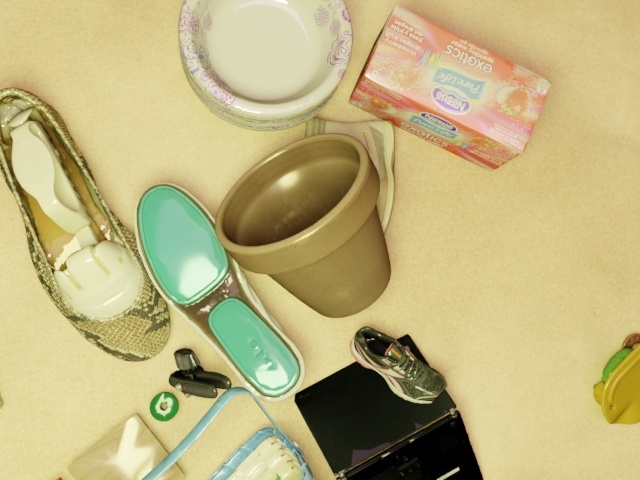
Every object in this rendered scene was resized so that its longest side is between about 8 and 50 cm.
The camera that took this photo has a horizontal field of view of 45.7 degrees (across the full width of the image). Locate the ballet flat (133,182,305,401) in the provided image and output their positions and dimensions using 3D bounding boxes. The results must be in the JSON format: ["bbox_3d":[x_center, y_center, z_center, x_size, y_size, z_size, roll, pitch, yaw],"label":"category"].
[{"bbox_3d":[-0.167,0.090,1.230,0.139,0.139,0.400,-36,84,-11],"label":"ballet flat"}]

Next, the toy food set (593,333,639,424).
[{"bbox_3d":[0.562,0.230,1.353,0.218,0.071,0.128,-41,114,-9],"label":"toy food set"}]

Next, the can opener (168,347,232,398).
[{"bbox_3d":[-0.194,0.219,1.184,0.059,0.186,0.073,-36,109,-23],"label":"can opener"}]

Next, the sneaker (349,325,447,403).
[{"bbox_3d":[0.125,0.203,1.251,0.178,0.077,0.072,27,65,15],"label":"sneaker"}]

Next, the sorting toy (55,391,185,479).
[{"bbox_3d":[-0.313,0.373,1.210,0.274,0.046,0.132,-39,89,-12],"label":"sorting toy"}]

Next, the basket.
[{"bbox_3d":[-0.127,0.393,1.140,0.255,0.201,0.289,-44,121,-12],"label":"basket"}]

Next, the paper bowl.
[{"bbox_3d":[-0.095,-0.325,1.284,0.284,0.148,0.285,1,82,-8],"label":"paper bowl"}]

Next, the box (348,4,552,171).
[{"bbox_3d":[0.220,-0.257,1.319,0.299,0.154,0.142,25,79,-5],"label":"box"}]

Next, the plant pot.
[{"bbox_3d":[0.000,0.000,1.202,0.263,0.263,0.229,-40,125,-11],"label":"plant pot"}]

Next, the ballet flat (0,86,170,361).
[{"bbox_3d":[-0.392,-0.023,1.183,0.164,0.182,0.483,-28,87,-12],"label":"ballet flat"}]

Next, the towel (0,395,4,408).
[{"bbox_3d":[-0.618,0.155,1.172,0.187,0.049,0.282,-15,94,-13],"label":"towel"}]

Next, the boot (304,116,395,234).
[{"bbox_3d":[0.044,-0.111,1.313,0.165,0.077,0.213,3,77,-8],"label":"boot"}]

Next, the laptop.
[{"bbox_3d":[0.118,0.343,1.295,0.234,0.136,0.265,-26,112,-10],"label":"laptop"}]
